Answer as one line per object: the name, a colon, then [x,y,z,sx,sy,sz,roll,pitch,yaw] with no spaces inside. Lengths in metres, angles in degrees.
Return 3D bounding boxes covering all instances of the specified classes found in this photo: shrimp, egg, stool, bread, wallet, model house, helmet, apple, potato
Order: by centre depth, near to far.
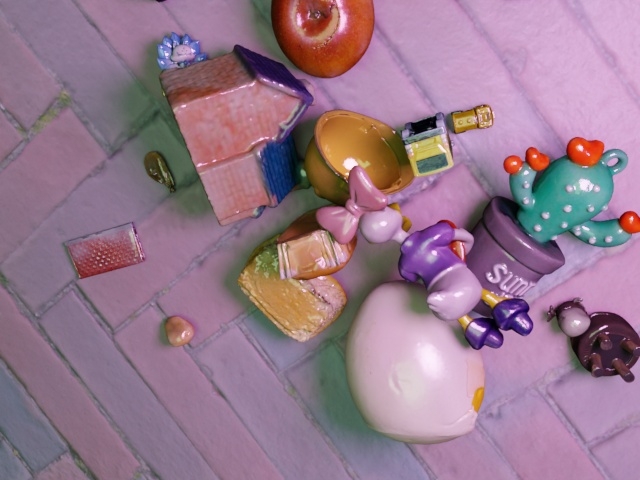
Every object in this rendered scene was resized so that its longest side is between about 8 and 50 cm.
apple: [0.002,-0.440,1.211,0.210,0.173,0.235,-22,99,17]
helmet: [0.056,-0.146,1.259,0.140,0.257,0.205,-40,66,41]
stool: [0.565,0.201,1.263,0.217,0.121,0.125,39,110,-4]
bread: [0.000,0.000,1.279,0.136,0.241,0.107,-15,104,17]
egg: [0.189,0.251,1.281,0.283,0.283,0.345,-15,88,16]
model house: [-0.142,-0.227,1.287,0.280,0.245,0.312,-22,127,-9]
bread: [-0.066,0.112,1.387,0.245,0.121,0.174,43,118,-4]
shrimp: [-0.379,-0.156,1.450,0.059,0.023,0.108,-20,98,26]
potato: [-0.348,0.221,1.512,0.083,0.068,0.062,47,149,14]
wallet: [-0.532,0.027,1.530,0.196,0.020,0.103,-15,98,16]

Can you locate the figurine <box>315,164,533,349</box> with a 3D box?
figurine: [0.190,0.044,1.125,0.421,0.193,0.154,45,122,9]

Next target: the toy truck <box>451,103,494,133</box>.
toy truck: [0.308,-0.245,1.247,0.083,0.054,0.049,-10,100,15]

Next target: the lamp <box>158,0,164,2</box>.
lamp: [-0.309,-0.629,1.233,0.124,0.203,0.283,26,105,-14]

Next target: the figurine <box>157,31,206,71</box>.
figurine: [-0.304,-0.406,1.341,0.114,0.079,0.114,1,85,-15]

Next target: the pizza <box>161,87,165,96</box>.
pizza: [-0.322,-0.355,1.385,0.078,0.025,0.083,18,106,11]

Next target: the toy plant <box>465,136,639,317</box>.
toy plant: [0.425,-0.026,1.198,0.279,0.185,0.400,40,117,6]

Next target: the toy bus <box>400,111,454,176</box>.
toy bus: [0.215,-0.192,1.223,0.088,0.175,0.101,-16,106,17]
